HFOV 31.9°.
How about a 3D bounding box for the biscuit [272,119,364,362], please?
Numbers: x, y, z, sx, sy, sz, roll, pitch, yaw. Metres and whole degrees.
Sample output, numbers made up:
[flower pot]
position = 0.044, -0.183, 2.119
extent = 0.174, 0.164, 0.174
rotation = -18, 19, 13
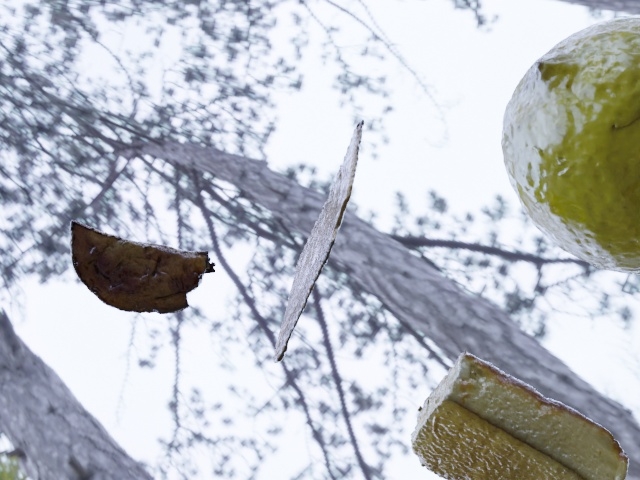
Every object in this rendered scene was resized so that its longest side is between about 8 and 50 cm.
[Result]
[biscuit]
position = 0.000, 0.000, 1.280
extent = 0.013, 0.237, 0.232
rotation = 21, -60, -6

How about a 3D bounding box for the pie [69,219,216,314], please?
[pie]
position = -0.202, 0.036, 1.256
extent = 0.170, 0.034, 0.092
rotation = 10, -90, -17

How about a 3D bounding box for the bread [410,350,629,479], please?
[bread]
position = 0.269, 0.287, 1.534
extent = 0.274, 0.185, 0.114
rotation = 32, -129, 4

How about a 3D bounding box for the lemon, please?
[lemon]
position = 0.136, -0.040, 0.488
extent = 0.133, 0.109, 0.109
rotation = 37, -93, -41
